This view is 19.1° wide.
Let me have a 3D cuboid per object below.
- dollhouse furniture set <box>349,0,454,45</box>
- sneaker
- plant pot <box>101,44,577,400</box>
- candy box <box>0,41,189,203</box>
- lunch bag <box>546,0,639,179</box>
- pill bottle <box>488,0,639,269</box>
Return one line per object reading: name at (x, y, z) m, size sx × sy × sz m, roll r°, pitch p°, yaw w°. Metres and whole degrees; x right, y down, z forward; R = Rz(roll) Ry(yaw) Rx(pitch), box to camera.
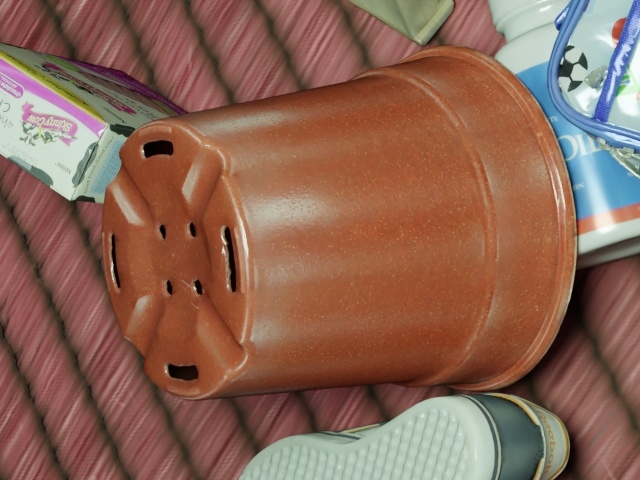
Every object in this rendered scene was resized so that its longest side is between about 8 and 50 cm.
dollhouse furniture set at (0.118, -0.361, 1.538) m, size 0.303 × 0.174 × 0.355 m, roll 34°, pitch 78°, yaw 24°
sneaker at (0.063, 0.200, 1.510) m, size 0.321 × 0.127 × 0.126 m, roll -23°, pitch 70°, yaw 49°
plant pot at (0.000, 0.000, 1.405) m, size 0.272 × 0.265 × 0.272 m, roll 16°, pitch 110°, yaw 52°
candy box at (-0.183, -0.092, 1.573) m, size 0.159 × 0.233 × 0.071 m, roll 32°, pitch 102°, yaw 23°
lunch bag at (0.291, -0.175, 1.301) m, size 0.243 × 0.115 × 0.303 m, roll 22°, pitch 92°, yaw 21°
pill bottle at (0.198, -0.097, 1.445) m, size 0.124 × 0.124 × 0.222 m, roll -20°, pitch 78°, yaw 24°
